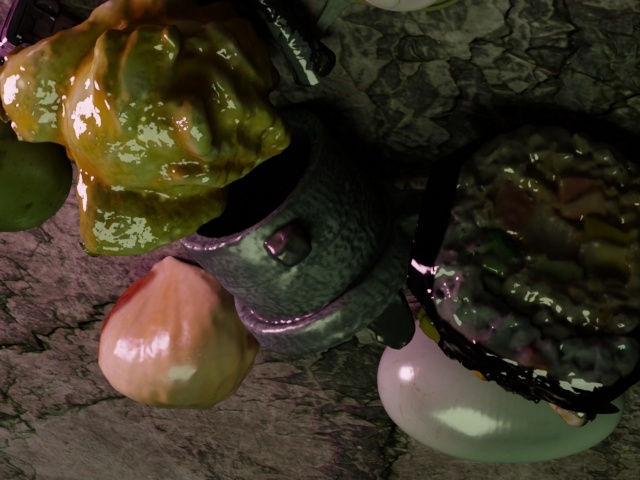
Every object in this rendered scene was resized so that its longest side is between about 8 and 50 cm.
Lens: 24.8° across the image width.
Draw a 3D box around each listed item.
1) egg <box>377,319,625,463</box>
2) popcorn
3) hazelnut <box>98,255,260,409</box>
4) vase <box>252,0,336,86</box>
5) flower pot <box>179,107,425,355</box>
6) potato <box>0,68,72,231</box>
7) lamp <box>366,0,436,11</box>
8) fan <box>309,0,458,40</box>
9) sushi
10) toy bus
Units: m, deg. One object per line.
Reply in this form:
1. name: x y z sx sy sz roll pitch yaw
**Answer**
1. egg: 0.269 0.219 2.169 0.371 0.230 0.230 7 149 -2
2. popcorn: -0.181 -0.132 1.688 0.290 0.325 0.321 3 157 42
3. hazelnut: -0.213 0.145 2.269 0.261 0.241 0.261 -5 172 -1
4. vase: -0.044 -0.254 1.672 0.059 0.059 0.167 -8 137 31
5. flower pot: 0.000 0.000 1.883 0.299 0.299 0.283 -12 132 35
6. potato: -0.459 -0.124 1.920 0.216 0.215 0.304 0 144 21
7. lamp: 0.107 -0.311 1.476 0.179 0.108 0.246 29 145 -14
8. fan: 0.053 -0.307 1.609 0.230 0.011 0.335 22 148 -13
9. sushi: 0.262 0.047 1.814 0.329 0.327 0.285 14 163 -2
10. toy bus: -0.323 -0.225 1.815 0.178 0.086 0.098 29 152 -28
